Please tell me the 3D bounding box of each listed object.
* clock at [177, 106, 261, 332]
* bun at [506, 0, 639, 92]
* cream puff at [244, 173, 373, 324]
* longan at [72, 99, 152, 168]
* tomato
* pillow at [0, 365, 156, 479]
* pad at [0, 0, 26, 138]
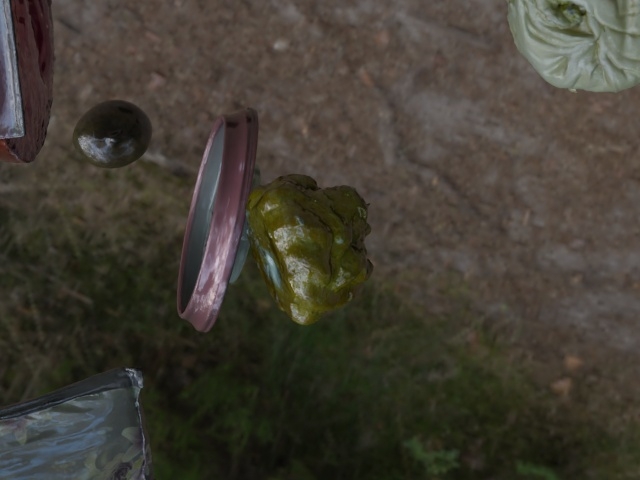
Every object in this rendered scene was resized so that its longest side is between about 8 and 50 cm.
[{"bbox_3d":[-0.103,-0.022,1.406,0.056,0.244,0.244,12,149,-13],"label":"clock"},{"bbox_3d":[0.306,-0.272,1.486,0.229,0.145,0.229,17,121,30],"label":"bun"},{"bbox_3d":[0.000,0.000,1.205,0.116,0.146,0.146,-19,151,-18],"label":"cream puff"},{"bbox_3d":[-0.281,-0.144,1.788,0.113,0.113,0.092,-3,102,33],"label":"longan"},{"bbox_3d":[-0.373,-0.213,1.282,0.176,0.290,0.335,-6,-177,0],"label":"tomato"},{"bbox_3d":[-0.283,0.217,1.285,0.255,0.059,0.169,-15,111,-12],"label":"pillow"},{"bbox_3d":[-0.387,-0.165,1.030,0.299,0.202,0.005,-5,-174,2],"label":"pad"}]
